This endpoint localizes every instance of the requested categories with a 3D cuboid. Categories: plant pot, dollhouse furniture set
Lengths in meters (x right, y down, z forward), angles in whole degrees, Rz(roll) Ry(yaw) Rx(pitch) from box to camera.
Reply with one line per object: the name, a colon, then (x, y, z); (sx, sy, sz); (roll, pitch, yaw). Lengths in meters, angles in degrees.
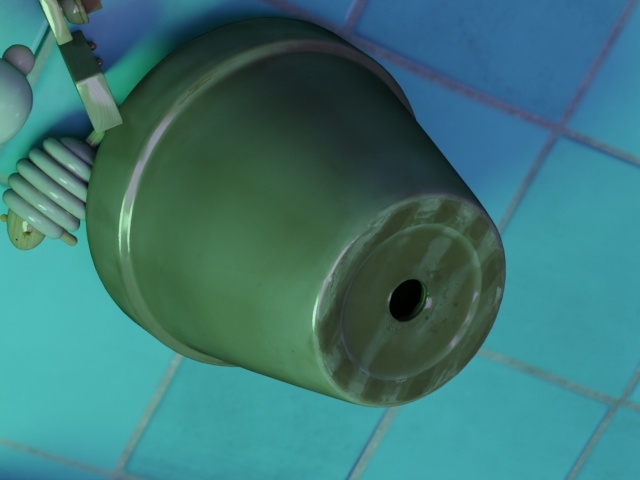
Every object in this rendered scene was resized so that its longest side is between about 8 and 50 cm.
plant pot: (0.000, 0.000, 1.456); (0.323, 0.280, 0.323); (-14, 119, -27)
dollhouse furniture set: (-0.165, -0.192, 1.420); (0.123, 0.144, 0.151); (-23, 119, -6)

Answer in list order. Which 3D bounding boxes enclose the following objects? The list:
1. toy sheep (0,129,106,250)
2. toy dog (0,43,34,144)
toy sheep: (-0.232, -0.047, 1.508); (0.091, 0.091, 0.132); (36, 86, -30)
toy dog: (-0.336, -0.242, 1.333); (0.161, 0.220, 0.333); (-52, 134, -27)
